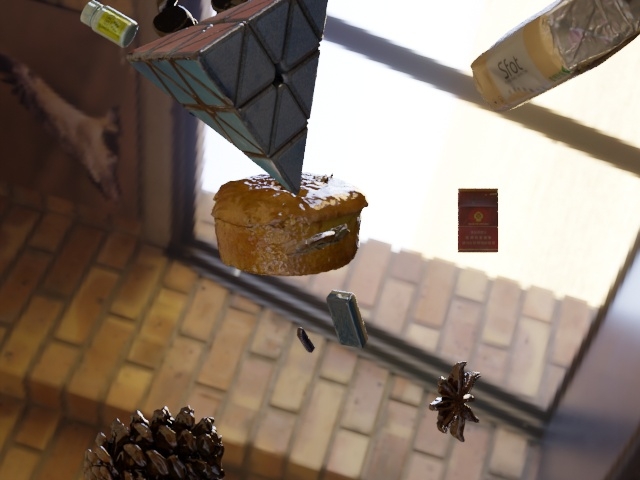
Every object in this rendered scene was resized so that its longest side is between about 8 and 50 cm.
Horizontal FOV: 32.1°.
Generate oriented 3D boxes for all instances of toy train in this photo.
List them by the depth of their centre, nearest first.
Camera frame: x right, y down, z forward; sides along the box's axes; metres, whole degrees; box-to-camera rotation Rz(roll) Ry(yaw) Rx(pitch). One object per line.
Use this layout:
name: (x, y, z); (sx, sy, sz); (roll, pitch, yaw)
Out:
toy train: (-0.032, 0.200, 2.245); (0.017, 0.017, 0.083); (-56, -33, -20)

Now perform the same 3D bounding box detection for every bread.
bread: (-0.052, -0.030, 1.803); (0.268, 0.268, 0.145); (-56, -35, -72)

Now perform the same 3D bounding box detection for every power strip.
power strip: (0.052, 0.152, 2.177); (0.032, 0.056, 0.123); (-50, -46, -42)

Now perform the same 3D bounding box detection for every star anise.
star anise: (0.224, 0.270, 1.880); (0.141, 0.042, 0.141); (-6, -82, -51)

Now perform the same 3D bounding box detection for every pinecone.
pinecone: (-0.290, 0.393, 1.913); (0.272, 0.224, 0.224); (-33, -26, -26)

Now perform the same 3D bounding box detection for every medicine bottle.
medicine bottle: (-0.340, -0.349, 1.789); (0.047, 0.083, 0.047); (-60, -3, -4)

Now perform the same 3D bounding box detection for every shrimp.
shrimp: (0.000, 0.000, 1.577); (0.023, 0.108, 0.059); (66, 157, 4)

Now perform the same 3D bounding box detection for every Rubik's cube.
Rubik's cube: (-0.110, -0.224, 1.459); (0.228, 0.233, 0.229); (124, 143, -45)

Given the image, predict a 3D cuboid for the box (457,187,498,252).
box: (0.197, -0.025, 1.396); (0.023, 0.051, 0.082); (52, -141, -84)

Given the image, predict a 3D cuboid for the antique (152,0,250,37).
antique: (-0.151, -0.325, 2.023); (0.185, 0.322, 0.255); (-56, -19, -15)

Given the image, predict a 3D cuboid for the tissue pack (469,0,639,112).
tissue pack: (0.296, -0.246, 1.335); (0.186, 0.090, 0.222); (-34, 5, -14)
